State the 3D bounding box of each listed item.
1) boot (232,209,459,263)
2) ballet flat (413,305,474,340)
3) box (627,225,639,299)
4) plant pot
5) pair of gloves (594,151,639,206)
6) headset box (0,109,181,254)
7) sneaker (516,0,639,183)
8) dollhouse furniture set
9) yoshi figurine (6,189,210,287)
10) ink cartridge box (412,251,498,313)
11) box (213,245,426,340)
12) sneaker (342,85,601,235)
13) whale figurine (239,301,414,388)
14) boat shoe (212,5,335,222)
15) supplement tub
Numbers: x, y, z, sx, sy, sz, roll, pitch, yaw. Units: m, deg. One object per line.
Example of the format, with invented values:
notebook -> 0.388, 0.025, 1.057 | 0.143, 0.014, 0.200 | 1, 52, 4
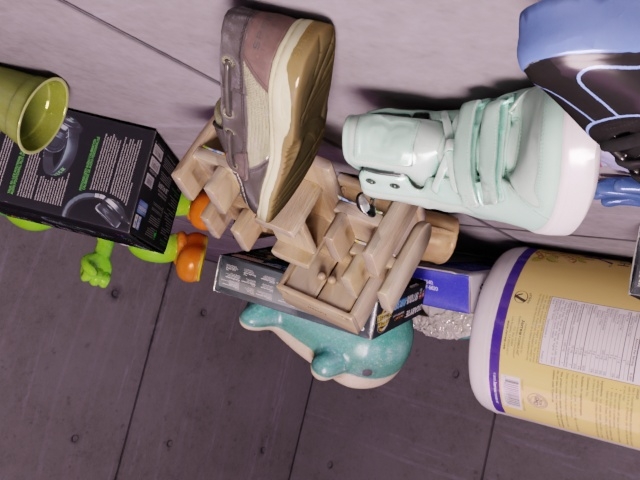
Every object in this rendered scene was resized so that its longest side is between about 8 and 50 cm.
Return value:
boot -> 0.021, -0.020, 1.036 | 0.270, 0.089, 0.236 | 10, -179, -9
ballet flat -> 0.256, 0.152, 1.866 | 0.147, 0.147, 0.409 | 17, 172, -27
box -> 0.431, 0.043, 0.770 | 0.147, 0.077, 0.180 | 19, 171, -41
plant pot -> -0.311, -0.140, 0.770 | 0.079, 0.083, 0.083 | 25, 174, 5
pair of gloves -> 0.289, -0.043, 0.590 | 0.159, 0.023, 0.198 | 12, 173, 24
headset box -> -0.344, -0.087, 1.006 | 0.283, 0.131, 0.246 | 14, 173, 0
sneaker -> 0.191, -0.042, 0.373 | 0.232, 0.090, 0.081 | 16, 173, -19
dollhouse furniture set -> 0.014, -0.036, 0.780 | 0.212, 0.161, 0.242 | 22, 158, 24
yoshi figurine -> -0.352, -0.045, 1.220 | 0.362, 0.203, 0.203 | 16, 157, -6
ink cartridge box -> 0.191, 0.058, 1.148 | 0.165, 0.065, 0.333 | 10, -175, 34
box -> 0.004, 0.058, 0.978 | 0.220, 0.051, 0.175 | 15, -169, 24
sneaker -> 0.090, -0.056, 0.524 | 0.151, 0.094, 0.256 | 8, 176, -1
whale figurine -> 0.017, 0.115, 1.182 | 0.272, 0.141, 0.216 | 20, -143, -8
boat shoe -> -0.040, -0.089, 0.556 | 0.073, 0.080, 0.223 | 30, 157, 5
supplement tub -> 0.389, 0.145, 1.009 | 0.331, 0.241, 0.241 | 9, 172, 31
